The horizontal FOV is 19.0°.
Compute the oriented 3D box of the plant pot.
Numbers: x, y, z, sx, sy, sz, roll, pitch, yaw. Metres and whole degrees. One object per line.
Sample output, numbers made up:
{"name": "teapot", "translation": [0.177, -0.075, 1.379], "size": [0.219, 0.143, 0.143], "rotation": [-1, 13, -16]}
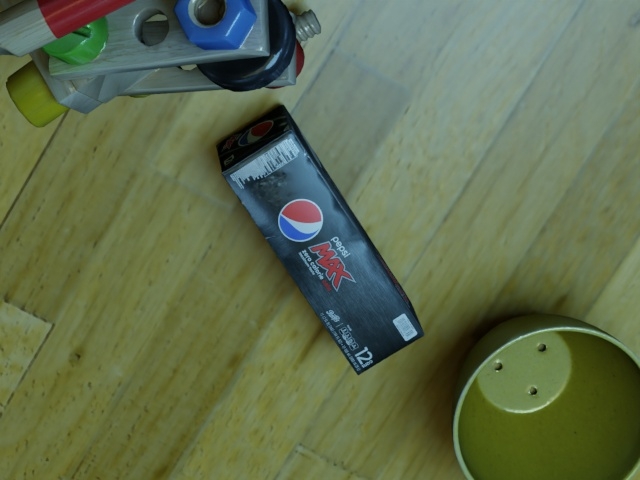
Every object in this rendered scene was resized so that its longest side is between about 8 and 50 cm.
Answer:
{"name": "plant pot", "translation": [0.144, 0.102, 1.263], "size": [0.134, 0.095, 0.134], "rotation": [-2, 109, -7]}

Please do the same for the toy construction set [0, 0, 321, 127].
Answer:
{"name": "toy construction set", "translation": [-0.159, -0.145, 1.037], "size": [0.237, 0.309, 0.257], "rotation": [-26, 103, 7]}

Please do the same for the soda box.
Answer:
{"name": "soda box", "translation": [0.000, 0.000, 1.225], "size": [0.053, 0.060, 0.169], "rotation": [-31, 112, 5]}
